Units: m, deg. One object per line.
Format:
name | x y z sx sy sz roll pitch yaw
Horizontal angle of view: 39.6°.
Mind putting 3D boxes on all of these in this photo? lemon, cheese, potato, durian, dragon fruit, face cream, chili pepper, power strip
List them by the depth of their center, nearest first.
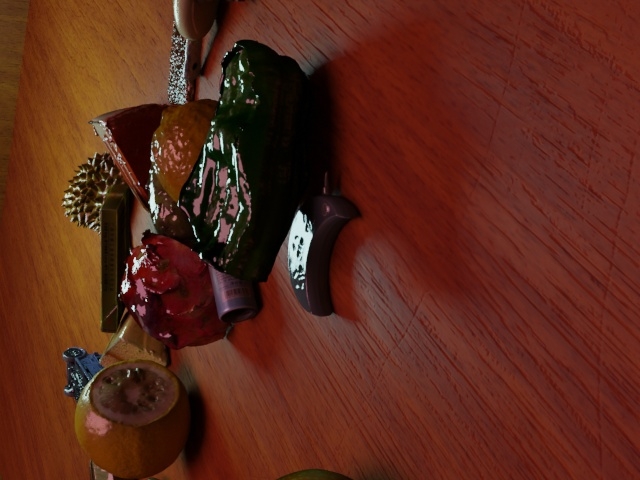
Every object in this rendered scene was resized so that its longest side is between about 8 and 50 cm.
power strip | 0.000 0.000 1.380 0.137 0.044 0.216 44 127 53
chili pepper | -0.104 -0.120 1.409 0.213 0.168 0.384 -9 69 62
lemon | -0.201 -0.148 1.587 0.231 0.192 0.192 49 140 5
face cream | -0.173 0.036 1.655 0.075 0.075 0.229 -48 48 50
dragon fruit | -0.294 0.086 1.698 0.274 0.126 0.161 40 131 15
potato | -0.274 -0.113 1.781 0.149 0.113 0.251 -13 63 24
cheese | -0.255 -0.424 1.795 0.050 0.127 0.235 27 132 16
lemon | -0.392 0.389 1.877 0.240 0.241 0.219 -124 31 -45
durian | -0.569 -0.103 2.314 0.186 0.154 0.260 40 129 35

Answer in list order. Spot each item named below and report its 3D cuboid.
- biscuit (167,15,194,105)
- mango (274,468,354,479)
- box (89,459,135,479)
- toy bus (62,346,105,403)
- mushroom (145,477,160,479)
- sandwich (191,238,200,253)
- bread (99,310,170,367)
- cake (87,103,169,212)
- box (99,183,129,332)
biscuit | -0.299 -0.408 1.938 0.131 0.025 0.230 23 110 58
mango | -0.022 0.467 1.260 0.225 0.201 0.382 44 141 24
box | -0.516 0.614 2.226 0.111 0.111 0.177 -47 50 50
toy bus | -0.573 0.378 2.299 0.292 0.133 0.125 32 122 54
mushroom | -0.374 0.599 2.020 0.123 0.052 0.123 25 118 61
sandwich | -0.288 0.048 1.844 0.244 0.088 0.090 -60 37 42
bread | -0.418 0.227 2.133 0.240 0.135 0.178 -41 21 54
cake | -0.402 -0.205 2.094 0.158 0.160 0.262 16 137 59
box | -0.480 0.041 2.082 0.173 0.043 0.311 -95 10 -68
